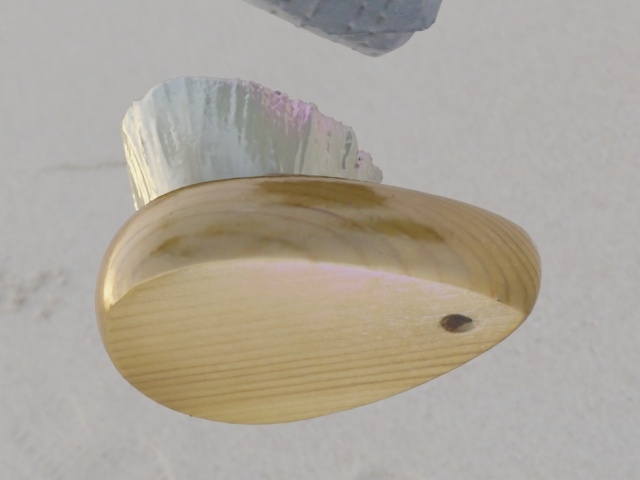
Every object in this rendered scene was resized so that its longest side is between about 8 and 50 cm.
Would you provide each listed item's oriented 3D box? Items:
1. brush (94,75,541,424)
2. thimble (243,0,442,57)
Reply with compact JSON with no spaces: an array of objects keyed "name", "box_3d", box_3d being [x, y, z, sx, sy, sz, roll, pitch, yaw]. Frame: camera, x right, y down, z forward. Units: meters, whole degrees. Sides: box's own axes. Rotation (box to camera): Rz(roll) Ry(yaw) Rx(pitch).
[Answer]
[{"name":"brush","box_3d":[0.000,0.000,0.881,0.267,0.174,0.166,-5,48,13]},{"name":"thimble","box_3d":[0.023,-0.192,0.859,0.127,0.118,0.151,-83,20,-47]}]
